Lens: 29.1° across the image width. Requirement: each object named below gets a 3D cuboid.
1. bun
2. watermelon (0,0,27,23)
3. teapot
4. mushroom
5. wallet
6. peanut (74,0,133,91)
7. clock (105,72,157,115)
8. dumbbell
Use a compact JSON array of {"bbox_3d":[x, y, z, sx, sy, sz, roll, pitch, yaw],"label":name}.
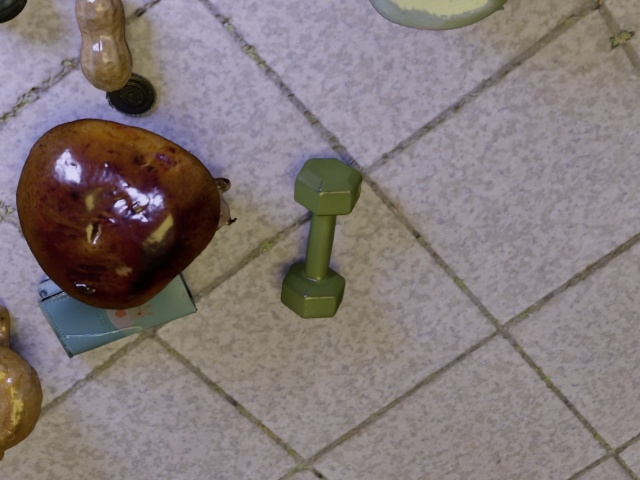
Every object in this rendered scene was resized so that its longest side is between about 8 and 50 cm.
[{"bbox_3d":[0.182,-0.463,1.884,0.283,0.179,0.283,0,106,-1],"label":"bun"},{"bbox_3d":[-0.498,-0.372,1.819,0.133,0.105,0.105,4,127,11],"label":"watermelon"},{"bbox_3d":[-0.588,0.260,2.216,0.203,0.167,0.311,8,104,9],"label":"teapot"},{"bbox_3d":[-0.323,-0.045,2.043,0.345,0.259,0.345,6,113,14],"label":"mushroom"},{"bbox_3d":[-0.362,0.105,2.203,0.250,0.075,0.176,-19,130,-1],"label":"wallet"},{"bbox_3d":[-0.337,-0.313,1.905,0.089,0.089,0.193,-10,126,-7],"label":"peanut"},{"bbox_3d":[-0.307,-0.237,2.013,0.083,0.010,0.074,27,114,-28],"label":"clock"},{"bbox_3d":[0.000,0.000,2.196,0.108,0.121,0.302,16,124,10],"label":"dumbbell"}]
